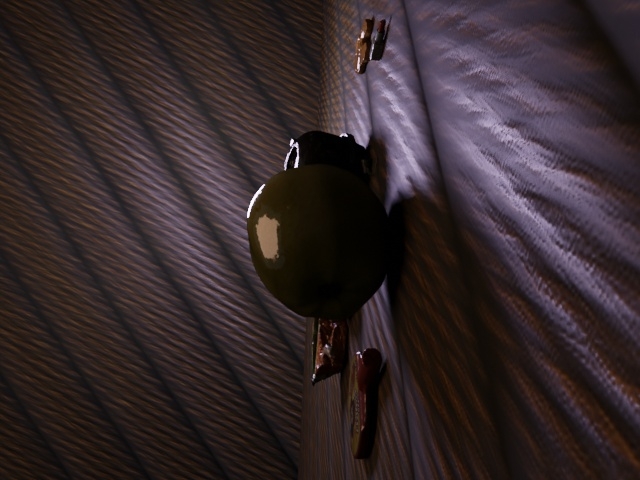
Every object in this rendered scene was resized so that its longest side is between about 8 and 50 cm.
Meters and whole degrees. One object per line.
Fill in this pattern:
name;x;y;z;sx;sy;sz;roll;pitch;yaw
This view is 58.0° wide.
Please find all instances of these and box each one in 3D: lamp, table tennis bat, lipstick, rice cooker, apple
lamp;0.137;-0.206;1.640;0.121;0.041;0.054;-116;21;-85
table tennis bat;0.108;0.402;1.493;0.414;0.051;0.268;96;175;-51
lipstick;0.161;-0.556;1.589;0.129;0.030;0.030;102;170;-57
rice cooker;0.010;-0.210;1.794;0.267;0.224;0.267;-171;90;-73
apple;0.000;0.000;1.347;0.357;0.357;0.357;-177;90;-85

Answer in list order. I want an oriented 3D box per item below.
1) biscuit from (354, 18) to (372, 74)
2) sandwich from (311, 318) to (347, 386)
biscuit;0.138;-0.630;1.912;0.236;0.040;0.144;145;133;-81
sandwich;0.035;0.355;2.017;0.212;0.109;0.292;128;144;-69
